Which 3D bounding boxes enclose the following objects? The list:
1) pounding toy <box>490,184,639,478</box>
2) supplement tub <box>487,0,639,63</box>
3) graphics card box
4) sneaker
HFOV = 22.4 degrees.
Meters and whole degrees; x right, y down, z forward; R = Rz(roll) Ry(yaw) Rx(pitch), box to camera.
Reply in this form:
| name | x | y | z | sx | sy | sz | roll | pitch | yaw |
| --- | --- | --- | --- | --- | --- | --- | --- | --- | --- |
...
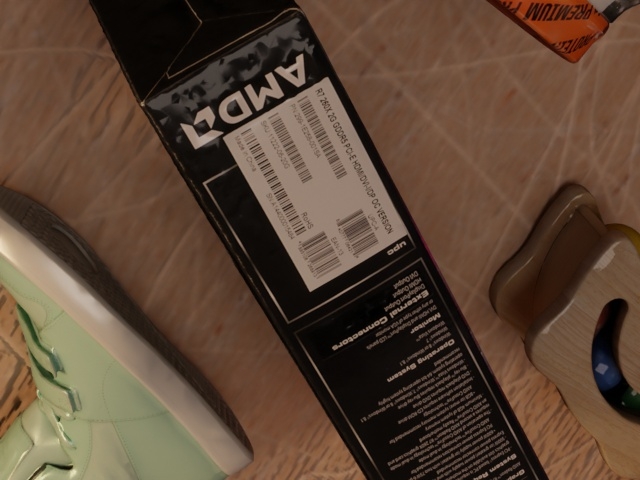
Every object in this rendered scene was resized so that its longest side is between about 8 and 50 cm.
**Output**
| name | x | y | z | sx | sy | sz | roll | pitch | yaw |
| --- | --- | --- | --- | --- | --- | --- | --- | --- | --- |
| pounding toy | 0.245 | 0.094 | 1.088 | 0.154 | 0.155 | 0.269 | -37 | 123 | 4 |
| supplement tub | 0.176 | -0.274 | 0.844 | 0.207 | 0.207 | 0.338 | 32 | 100 | -31 |
| graphics card box | 0.000 | 0.000 | 0.898 | 0.094 | 0.233 | 0.371 | -31 | 122 | 0 |
| sneaker | -0.165 | 0.092 | 0.962 | 0.151 | 0.094 | 0.256 | -35 | 122 | 2 |
